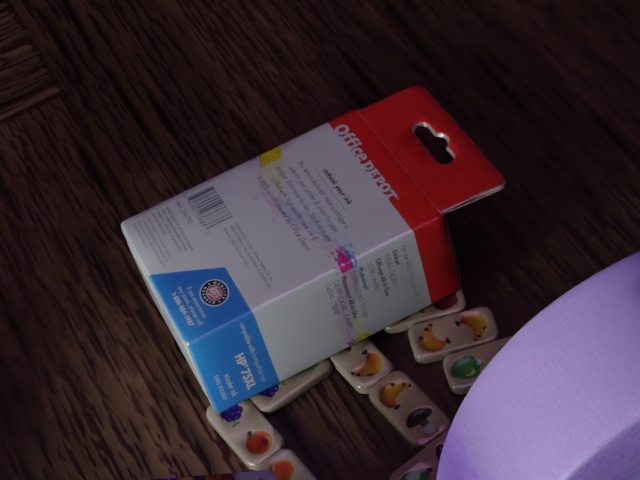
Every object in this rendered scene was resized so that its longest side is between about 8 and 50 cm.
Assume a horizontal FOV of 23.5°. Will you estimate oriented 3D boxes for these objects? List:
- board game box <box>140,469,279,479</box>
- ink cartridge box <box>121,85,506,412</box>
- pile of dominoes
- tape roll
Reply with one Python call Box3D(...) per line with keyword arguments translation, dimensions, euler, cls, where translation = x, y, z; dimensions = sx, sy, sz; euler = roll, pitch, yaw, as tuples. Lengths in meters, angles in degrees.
Box3D(translation=(-0.051, 0.270, 0.749), dimensions=(0.233, 0.078, 0.347), euler=(2, 38, -40), cls="board game box")
Box3D(translation=(0.000, 0.000, 1.027), dimensions=(0.231, 0.078, 0.134), euler=(-26, 45, -9), cls="ink cartridge box")
Box3D(translation=(0.070, 0.123, 0.947), dimensions=(0.196, 0.040, 0.251), euler=(-35, 54, -15), cls="pile of dominoes")
Box3D(translation=(0.200, 0.126, 0.758), dimensions=(0.275, 0.274, 0.090), euler=(-18, 39, -2), cls="tape roll")
